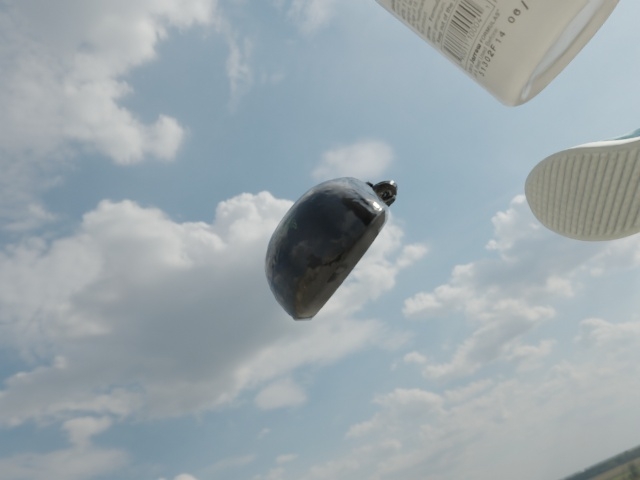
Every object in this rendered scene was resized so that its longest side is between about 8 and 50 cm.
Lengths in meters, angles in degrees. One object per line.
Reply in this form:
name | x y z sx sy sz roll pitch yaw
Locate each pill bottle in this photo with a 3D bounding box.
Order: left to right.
pill bottle | 0.110 -0.225 0.425 0.131 0.229 0.131 -41 -16 -14

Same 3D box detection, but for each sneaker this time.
sneaker | 0.427 -0.088 0.662 0.150 0.135 0.366 -18 2 -24

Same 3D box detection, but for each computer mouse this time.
computer mouse | 0.000 0.000 0.508 0.188 0.072 0.272 -52 -2 5
